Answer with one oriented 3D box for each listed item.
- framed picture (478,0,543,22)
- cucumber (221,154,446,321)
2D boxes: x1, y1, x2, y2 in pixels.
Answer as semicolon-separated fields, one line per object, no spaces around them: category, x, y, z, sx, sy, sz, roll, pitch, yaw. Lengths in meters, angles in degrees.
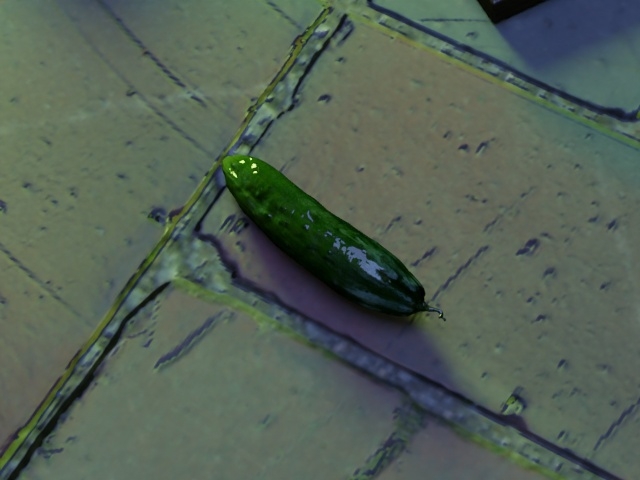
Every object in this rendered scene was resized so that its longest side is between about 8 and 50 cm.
framed picture;0.150;-0.219;1.141;0.168;0.023;0.128;-26;63;-8
cucumber;0.000;0.000;1.029;0.168;0.039;0.039;38;71;24
